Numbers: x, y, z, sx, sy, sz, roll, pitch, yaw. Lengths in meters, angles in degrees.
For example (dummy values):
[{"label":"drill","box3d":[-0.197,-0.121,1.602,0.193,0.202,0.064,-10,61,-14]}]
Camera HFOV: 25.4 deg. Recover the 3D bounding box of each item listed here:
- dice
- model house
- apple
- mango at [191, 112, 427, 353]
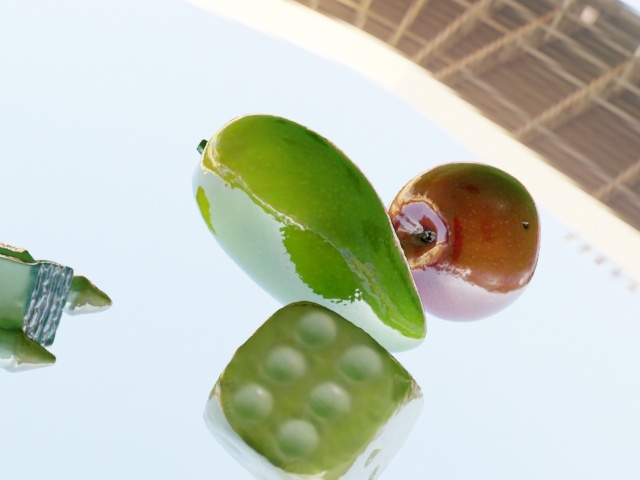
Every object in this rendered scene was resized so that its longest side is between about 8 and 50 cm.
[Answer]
[{"label":"dice","box3d":[-0.007,0.176,1.454,0.166,0.169,0.169,35,164,18]},{"label":"model house","box3d":[-0.437,0.091,1.903,0.325,0.194,0.267,14,178,-28]},{"label":"apple","box3d":[0.225,-0.002,2.269,0.216,0.260,0.260,7,-146,-41]},{"label":"mango","box3d":[0.000,0.000,1.606,0.343,0.192,0.156,46,-127,-18]}]
